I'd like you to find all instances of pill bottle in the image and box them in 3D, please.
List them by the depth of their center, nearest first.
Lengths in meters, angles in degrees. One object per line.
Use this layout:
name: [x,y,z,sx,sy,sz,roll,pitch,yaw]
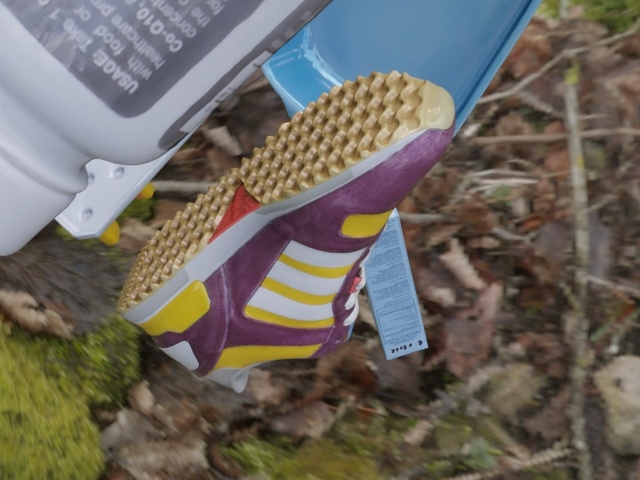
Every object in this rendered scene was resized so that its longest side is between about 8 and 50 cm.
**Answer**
pill bottle: [-0.037,-0.065,0.342,0.137,0.078,0.078,-41,98,6]

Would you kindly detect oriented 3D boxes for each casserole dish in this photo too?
casserole dish: [0.043,-0.116,0.776,0.114,0.188,0.037,39,39,10]

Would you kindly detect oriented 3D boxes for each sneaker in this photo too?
sneaker: [0.000,0.000,0.716,0.185,0.069,0.084,-32,118,34]

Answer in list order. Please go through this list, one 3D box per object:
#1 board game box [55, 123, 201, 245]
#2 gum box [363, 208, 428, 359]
board game box: [-0.181,-0.246,1.441,0.390,0.050,0.390,41,87,27]
gum box: [0.039,-0.016,1.391,0.041,0.184,0.157,-17,51,-1]
